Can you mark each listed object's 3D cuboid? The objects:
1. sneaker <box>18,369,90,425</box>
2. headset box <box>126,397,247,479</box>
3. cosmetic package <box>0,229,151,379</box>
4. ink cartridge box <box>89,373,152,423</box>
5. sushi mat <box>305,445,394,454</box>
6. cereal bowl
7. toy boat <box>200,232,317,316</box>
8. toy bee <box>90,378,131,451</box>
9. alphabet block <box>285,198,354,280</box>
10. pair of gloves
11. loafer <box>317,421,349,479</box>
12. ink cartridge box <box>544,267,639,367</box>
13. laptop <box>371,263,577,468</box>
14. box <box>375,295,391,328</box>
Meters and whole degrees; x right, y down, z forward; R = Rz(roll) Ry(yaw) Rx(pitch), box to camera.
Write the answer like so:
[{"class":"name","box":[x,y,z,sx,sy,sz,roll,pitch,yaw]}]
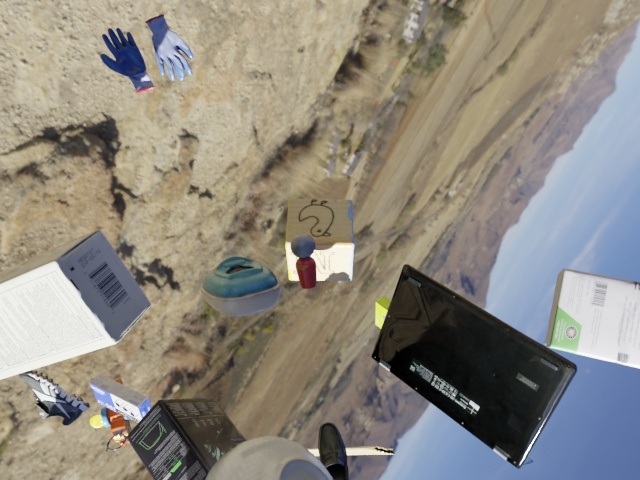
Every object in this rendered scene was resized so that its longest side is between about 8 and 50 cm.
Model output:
[{"class":"sneaker","box":[-0.831,0.483,1.582,0.106,0.234,0.078,-56,-162,-25]},{"class":"headset box","box":[-0.291,0.540,1.291,0.131,0.283,0.246,-49,155,3]},{"class":"cosmetic package","box":[-0.458,0.114,0.855,0.310,0.160,0.113,-18,-159,24]},{"class":"ink cartridge box","box":[-0.603,0.485,1.578,0.046,0.207,0.097,-46,142,-45]},{"class":"sushi mat","box":[0.052,0.646,1.592,0.151,0.317,0.019,41,44,-53]},{"class":"cereal bowl","box":[-0.067,0.544,1.044,0.141,0.339,0.339,-46,171,24]},{"class":"toy boat","box":[-0.152,0.081,1.344,0.318,0.267,0.148,-14,104,-26]},{"class":"toy bee","box":[-0.743,0.667,1.897,0.298,0.195,0.162,-86,174,-52]},{"class":"alphabet block","box":[0.000,0.000,1.593,0.193,0.197,0.192,89,1,-49]},{"class":"pair of gloves","box":[-0.398,-0.427,1.197,0.198,0.159,0.023,-32,-171,-25]},{"class":"loafer","box":[0.038,0.588,1.370,0.076,0.223,0.078,-8,146,-5]},{"class":"ink cartridge box","box":[0.570,0.156,1.009,0.092,0.220,0.160,31,72,-70]},{"class":"laptop","box":[0.339,0.288,1.167,0.236,0.382,0.407,-16,129,-46]},{"class":"box","box":[0.238,0.251,1.519,0.042,0.178,0.109,-32,138,-29]}]
